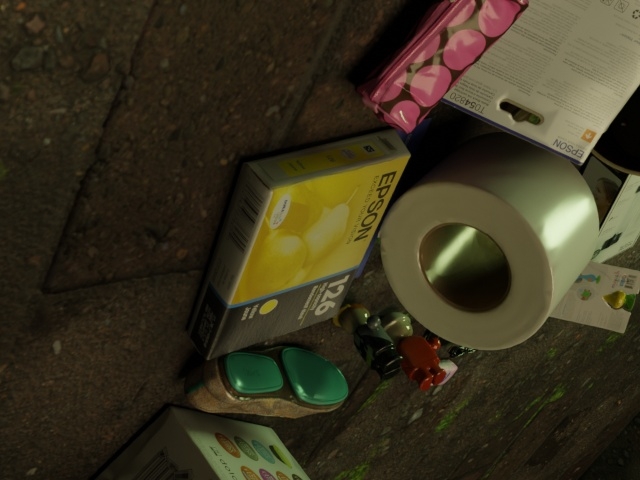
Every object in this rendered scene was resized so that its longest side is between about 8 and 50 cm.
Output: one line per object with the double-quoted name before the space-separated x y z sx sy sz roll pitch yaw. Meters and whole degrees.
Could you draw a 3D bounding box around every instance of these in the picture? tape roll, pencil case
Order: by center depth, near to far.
"pencil case" 0.128 -0.215 1.101 0.209 0.095 0.098 -49 170 17
"tape roll" 0.224 -0.001 1.313 0.169 0.246 0.246 -39 158 -45

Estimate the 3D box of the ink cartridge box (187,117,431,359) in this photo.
"ink cartridge box" 0.000 0.000 1.273 0.307 0.072 0.304 -15 142 -36

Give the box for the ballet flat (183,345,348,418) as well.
"ballet flat" -0.083 0.212 1.456 0.106 0.108 0.316 -31 152 26

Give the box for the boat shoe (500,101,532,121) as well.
"boat shoe" 0.300 -0.266 1.261 0.285 0.089 0.104 -57 174 32

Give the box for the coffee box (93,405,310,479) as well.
"coffee box" -0.167 0.496 1.478 0.338 0.338 0.334 -45 152 6

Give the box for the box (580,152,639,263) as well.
"box" 0.528 -0.083 1.770 0.169 0.087 0.290 -24 148 -27

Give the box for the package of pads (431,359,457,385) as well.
"package of pads" 0.228 0.258 1.941 0.083 0.032 0.050 8 122 -54

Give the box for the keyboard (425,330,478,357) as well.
"keyboard" 0.318 0.142 1.890 0.317 0.033 0.201 -14 135 -38

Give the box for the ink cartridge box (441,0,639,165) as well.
"ink cartridge box" 0.279 -0.227 1.183 0.223 0.045 0.224 23 121 -14

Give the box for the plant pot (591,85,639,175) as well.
"plant pot" 0.488 -0.196 1.460 0.237 0.237 0.254 -46 166 9

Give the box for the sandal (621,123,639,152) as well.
"sandal" 0.594 -0.224 1.654 0.265 0.102 0.076 -32 150 -33

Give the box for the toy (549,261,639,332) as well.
"toy" 0.446 0.077 1.790 0.056 0.237 0.137 -62 163 -55

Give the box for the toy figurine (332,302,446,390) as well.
"toy figurine" 0.149 0.112 1.539 0.213 0.148 0.209 -48 145 17
